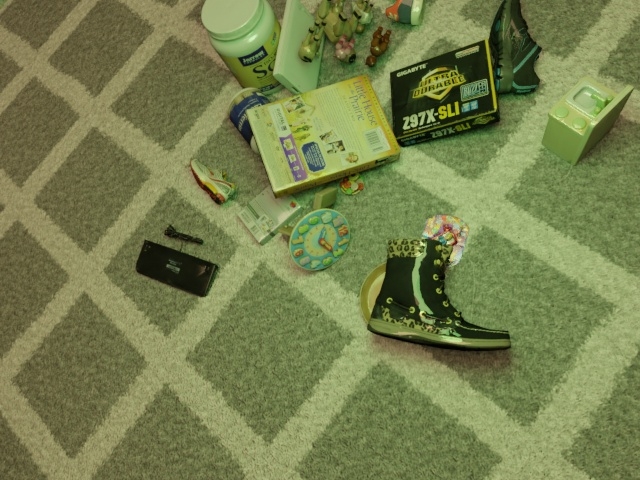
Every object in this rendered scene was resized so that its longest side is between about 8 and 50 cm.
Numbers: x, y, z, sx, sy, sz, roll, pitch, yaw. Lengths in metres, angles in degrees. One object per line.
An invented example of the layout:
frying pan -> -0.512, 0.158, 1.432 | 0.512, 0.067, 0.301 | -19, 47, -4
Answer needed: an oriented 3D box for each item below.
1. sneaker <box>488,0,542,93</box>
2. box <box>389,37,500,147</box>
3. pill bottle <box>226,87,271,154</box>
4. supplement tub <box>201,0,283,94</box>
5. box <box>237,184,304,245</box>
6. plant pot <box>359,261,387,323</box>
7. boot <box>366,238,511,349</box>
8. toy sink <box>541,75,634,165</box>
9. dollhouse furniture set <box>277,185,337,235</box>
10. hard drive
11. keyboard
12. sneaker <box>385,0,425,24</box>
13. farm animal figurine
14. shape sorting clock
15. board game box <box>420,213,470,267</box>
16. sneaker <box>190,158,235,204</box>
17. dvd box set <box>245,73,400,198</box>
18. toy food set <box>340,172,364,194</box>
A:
sneaker -> 0.621, -0.619, 1.529 | 0.139, 0.125, 0.341 | 5, 80, 1
box -> 0.385, -0.459, 1.516 | 0.322, 0.079, 0.257 | -10, 72, 29
pill bottle -> -0.200, -0.392, 1.665 | 0.153, 0.153, 0.265 | -38, 67, 2
supplement tub -> -0.244, -0.695, 1.677 | 0.241, 0.331, 0.241 | -5, 72, 15
box -> -0.171, -0.097, 1.625 | 0.186, 0.038, 0.145 | -42, 67, 2
plant pot -> 0.234, 0.175, 1.422 | 0.236, 0.032, 0.236 | -5, 71, 14
boot -> 0.330, 0.148, 1.317 | 0.377, 0.138, 0.284 | 4, 74, 23
toy sink -> 0.726, -0.344, 1.332 | 0.153, 0.234, 0.131 | -45, 67, 0
dollhouse furniture set -> -0.040, -0.098, 1.529 | 0.123, 0.144, 0.151 | 19, 116, 21
hard drive -> -0.069, -0.660, 1.685 | 0.040, 0.203, 0.308 | -2, 72, 35
keyboard -> -0.493, 0.060, 1.675 | 0.317, 0.033, 0.202 | 17, 85, 20
sneaker -> 0.312, -0.934, 1.696 | 0.148, 0.131, 0.350 | 11, 77, 15
farm animal figurine -> 0.057, -0.706, 1.663 | 0.330, 0.172, 0.327 | -4, 65, -24
shape sorting clock -> 0.000, 0.000, 1.463 | 0.206, 0.206, 0.040 | -49, 38, -3
board game box -> 0.366, -0.005, 1.439 | 0.133, 0.033, 0.169 | 17, 78, 20
sneaker -> -0.386, -0.219, 1.714 | 0.092, 0.088, 0.225 | -37, 65, -20
dvd box set -> 0.005, -0.338, 1.532 | 0.420, 0.062, 0.308 | -19, 74, -6
toy food set -> 0.105, -0.189, 1.582 | 0.083, 0.020, 0.083 | -38, 67, 2
